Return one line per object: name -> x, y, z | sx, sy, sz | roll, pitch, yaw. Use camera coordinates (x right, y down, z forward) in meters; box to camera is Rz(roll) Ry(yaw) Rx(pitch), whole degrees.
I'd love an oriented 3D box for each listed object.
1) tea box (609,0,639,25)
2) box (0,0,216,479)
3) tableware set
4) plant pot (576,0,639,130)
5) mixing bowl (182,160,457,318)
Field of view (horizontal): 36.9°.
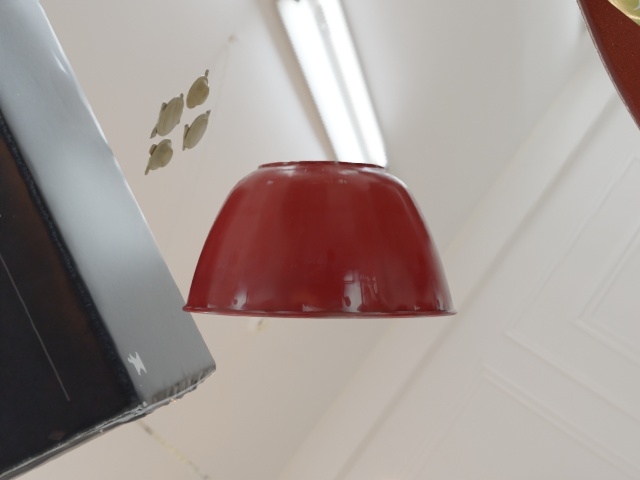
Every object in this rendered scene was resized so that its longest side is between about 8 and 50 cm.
tea box -> 0.398, -0.275, 0.677 | 0.323, 0.220, 0.329 | 29, -98, -27
box -> -0.434, 0.033, 0.930 | 0.471, 0.480, 0.297 | -26, -4, 6
tableware set -> -0.210, -0.177, 1.445 | 0.169, 0.020, 0.141 | -48, -17, -47
plant pot -> 0.440, -0.307, 1.095 | 0.267, 0.235, 0.267 | -30, 26, 45
mixing bowl -> 0.000, 0.000, 0.639 | 0.181, 0.181, 0.098 | 7, -97, -66
